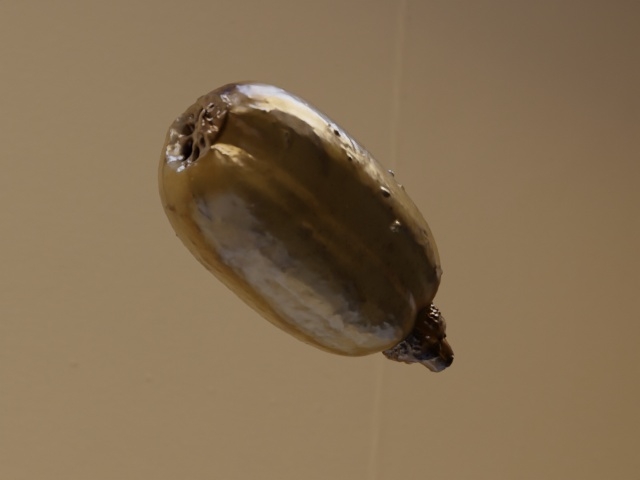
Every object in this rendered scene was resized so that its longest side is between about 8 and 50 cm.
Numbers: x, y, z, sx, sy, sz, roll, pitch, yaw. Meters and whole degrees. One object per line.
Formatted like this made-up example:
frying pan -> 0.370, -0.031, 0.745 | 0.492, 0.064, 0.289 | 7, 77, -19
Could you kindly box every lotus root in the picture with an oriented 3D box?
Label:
lotus root -> 0.000, 0.000, 1.272 | 0.342, 0.151, 0.169 | 43, -108, -30
